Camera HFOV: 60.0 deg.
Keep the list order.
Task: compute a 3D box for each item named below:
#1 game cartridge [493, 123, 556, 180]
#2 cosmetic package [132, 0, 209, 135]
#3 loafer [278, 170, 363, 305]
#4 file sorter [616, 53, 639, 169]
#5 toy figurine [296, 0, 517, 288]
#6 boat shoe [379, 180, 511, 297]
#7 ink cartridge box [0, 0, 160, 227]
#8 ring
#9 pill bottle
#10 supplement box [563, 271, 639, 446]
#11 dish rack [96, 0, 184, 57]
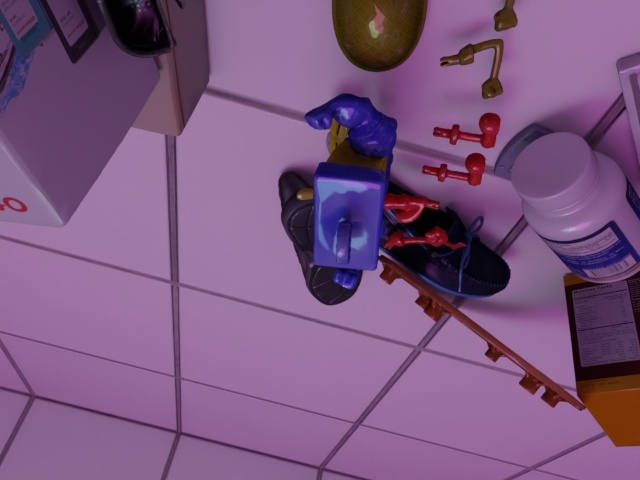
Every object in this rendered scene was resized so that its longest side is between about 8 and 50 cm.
[{"bbox_3d":[0.247,-0.102,0.661,0.055,0.017,0.083,17,143,-12],"label":"game cartridge"},{"bbox_3d":[-0.201,-0.259,0.513,0.160,0.113,0.310,12,144,3],"label":"cosmetic package"},{"bbox_3d":[0.000,0.000,0.837,0.096,0.084,0.268,-24,142,-3],"label":"loafer"},{"bbox_3d":[0.446,-0.083,0.494,0.277,0.173,0.193,-13,137,30],"label":"file sorter"},{"bbox_3d":[0.067,-0.069,0.536,0.191,0.217,0.363,13,132,11],"label":"toy figurine"},{"bbox_3d":[0.158,0.002,0.751,0.258,0.109,0.089,22,139,-15],"label":"boat shoe"},{"bbox_3d":[-0.278,-0.173,0.392,0.198,0.197,0.270,6,142,13],"label":"ink cartridge box"},{"bbox_3d":[0.211,0.131,0.779,0.336,0.032,0.336,38,-178,-1],"label":"ring"},{"bbox_3d":[0.298,-0.037,0.633,0.112,0.112,0.186,-20,139,37],"label":"pill bottle"},{"bbox_3d":[0.453,0.164,0.796,0.129,0.194,0.191,-18,134,34],"label":"supplement box"},{"bbox_3d":[-0.047,-0.267,0.383,0.271,0.074,0.208,-23,148,-13],"label":"dish rack"}]
